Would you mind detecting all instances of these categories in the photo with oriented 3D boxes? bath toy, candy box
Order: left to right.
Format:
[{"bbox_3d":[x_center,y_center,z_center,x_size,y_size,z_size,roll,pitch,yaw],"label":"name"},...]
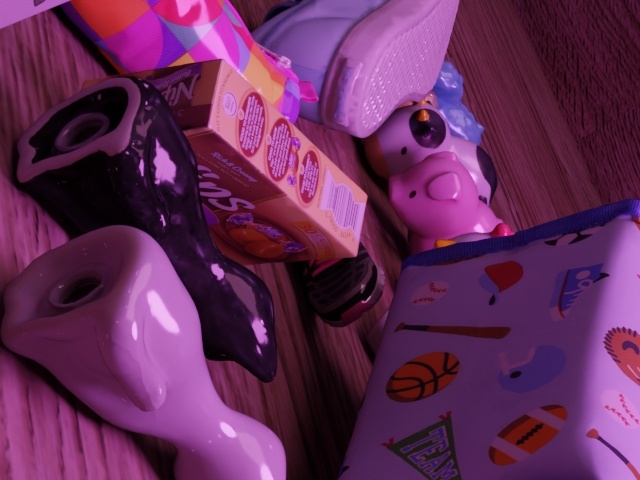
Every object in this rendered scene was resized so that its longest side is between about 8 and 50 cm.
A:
[{"bbox_3d":[-0.061,-0.045,1.015,0.187,0.109,0.053,39,53,-51],"label":"candy box"},{"bbox_3d":[0.123,-0.042,1.536,0.151,0.129,0.348,16,34,-17],"label":"bath toy"}]

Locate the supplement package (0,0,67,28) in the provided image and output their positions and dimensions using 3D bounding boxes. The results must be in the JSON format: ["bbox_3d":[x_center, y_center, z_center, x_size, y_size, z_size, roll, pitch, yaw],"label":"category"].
[{"bbox_3d":[-0.158,-0.195,0.839,0.105,0.179,0.105,60,10,-60],"label":"supplement package"}]

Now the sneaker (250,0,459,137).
[{"bbox_3d":[0.030,-0.199,1.464,0.150,0.135,0.366,21,19,12],"label":"sneaker"}]

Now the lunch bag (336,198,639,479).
[{"bbox_3d":[0.195,0.222,1.084,0.385,0.239,0.328,64,28,-25],"label":"lunch bag"}]

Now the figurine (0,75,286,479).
[{"bbox_3d":[-0.079,0.047,0.883,0.209,0.092,0.215,53,19,-37],"label":"figurine"}]

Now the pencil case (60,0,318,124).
[{"bbox_3d":[-0.106,-0.152,1.094,0.236,0.104,0.104,47,22,-37],"label":"pencil case"}]

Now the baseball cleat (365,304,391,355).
[{"bbox_3d":[0.083,0.121,1.278,0.109,0.072,0.206,20,45,-8],"label":"baseball cleat"}]

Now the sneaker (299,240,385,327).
[{"bbox_3d":[0.000,0.000,1.222,0.075,0.063,0.170,50,15,-33],"label":"sneaker"}]
